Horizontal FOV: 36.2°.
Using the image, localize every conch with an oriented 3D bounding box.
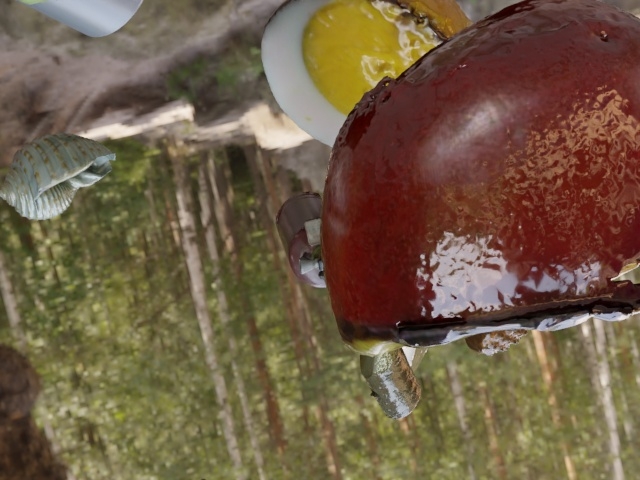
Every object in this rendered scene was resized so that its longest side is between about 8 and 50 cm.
[{"bbox_3d":[-0.363,-0.097,1.334,0.153,0.102,0.135,-45,-170,-21],"label":"conch"}]

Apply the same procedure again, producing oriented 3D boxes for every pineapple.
[{"bbox_3d":[0.349,0.091,1.551,0.277,0.119,0.130,-19,161,-16],"label":"pineapple"}]

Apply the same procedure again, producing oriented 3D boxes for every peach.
[{"bbox_3d":[0.183,-0.037,0.986,0.417,0.353,0.339,-53,176,-7],"label":"peach"}]

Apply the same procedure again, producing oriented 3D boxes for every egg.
[{"bbox_3d":[0.094,-0.292,1.514,0.337,0.337,0.201,-11,-146,34],"label":"egg"}]

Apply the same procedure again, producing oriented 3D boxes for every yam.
[{"bbox_3d":[0.091,0.182,1.334,0.069,0.146,0.070,-17,-140,14],"label":"yam"}]

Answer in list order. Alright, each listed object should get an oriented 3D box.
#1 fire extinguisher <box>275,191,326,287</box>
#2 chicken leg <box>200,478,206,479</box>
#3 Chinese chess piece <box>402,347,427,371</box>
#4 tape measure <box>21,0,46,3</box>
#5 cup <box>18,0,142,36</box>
[{"bbox_3d":[0.000,0.000,1.354,0.104,0.105,0.269,-14,-166,-4],"label":"fire extinguisher"},{"bbox_3d":[-0.158,0.515,1.735,0.085,0.207,0.101,-36,169,-31],"label":"chicken leg"},{"bbox_3d":[0.176,0.091,1.901,0.140,0.338,0.338,24,-166,13],"label":"Chinese chess piece"},{"bbox_3d":[-0.300,-0.335,1.147,0.154,0.088,0.177,-12,-151,26],"label":"tape measure"},{"bbox_3d":[-0.426,-0.454,1.470,0.205,0.206,0.312,-11,163,36],"label":"cup"}]
